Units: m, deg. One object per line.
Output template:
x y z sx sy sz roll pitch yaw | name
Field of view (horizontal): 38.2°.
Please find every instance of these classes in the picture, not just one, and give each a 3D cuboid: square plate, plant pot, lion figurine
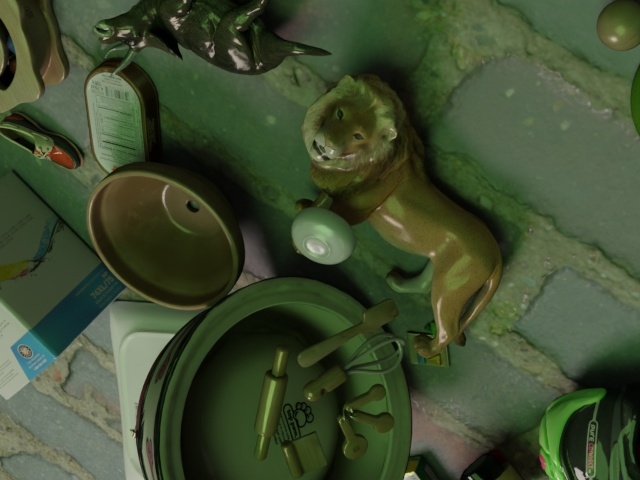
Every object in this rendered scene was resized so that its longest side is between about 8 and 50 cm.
-0.201 0.276 1.497 0.344 0.049 0.347 0 99 27 | square plate
-0.206 -0.025 1.327 0.238 0.109 0.237 12 129 16 | plant pot
0.114 -0.027 1.165 0.392 0.142 0.240 36 125 -18 | lion figurine

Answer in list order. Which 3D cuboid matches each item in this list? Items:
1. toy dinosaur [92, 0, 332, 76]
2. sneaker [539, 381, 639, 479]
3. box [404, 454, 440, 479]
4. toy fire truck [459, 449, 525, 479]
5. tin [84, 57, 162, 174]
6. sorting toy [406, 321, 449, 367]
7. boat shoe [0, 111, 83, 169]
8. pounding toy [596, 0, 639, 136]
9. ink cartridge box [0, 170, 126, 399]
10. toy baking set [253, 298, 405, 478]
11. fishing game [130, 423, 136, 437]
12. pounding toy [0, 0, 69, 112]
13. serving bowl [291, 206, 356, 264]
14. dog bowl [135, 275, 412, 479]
-0.121 -0.268 1.134 0.314 0.121 0.160 16 140 12 | toy dinosaur
0.495 0.372 1.192 0.483 0.185 0.202 43 133 -8 | sneaker
0.116 0.417 1.515 0.179 0.043 0.105 -24 109 35 | box
0.224 0.426 1.397 0.217 0.246 0.158 -41 85 2 | toy fire truck
-0.284 -0.167 1.322 0.106 0.040 0.189 18 129 21 | tin
0.152 0.148 1.326 0.062 0.012 0.083 6 125 25 | sorting toy
-0.426 -0.146 1.406 0.137 0.043 0.049 33 129 2 | boat shoe
0.390 -0.146 0.930 0.183 0.110 0.236 -17 113 35 | pounding toy
-0.505 0.072 1.497 0.270 0.197 0.198 47 131 -9 | ink cartridge box
0.013 0.189 1.187 0.030 0.197 0.256 -137 50 -57 | toy baking set
-0.183 0.316 1.445 0.264 0.041 0.189 33 115 18 | fishing game
-0.463 -0.294 1.247 0.154 0.155 0.269 6 125 19 | pounding toy
0.000 0.000 1.118 0.083 0.027 0.083 16 138 15 | serving bowl
-0.073 0.257 1.289 0.150 0.408 0.408 -10 118 54 | dog bowl
